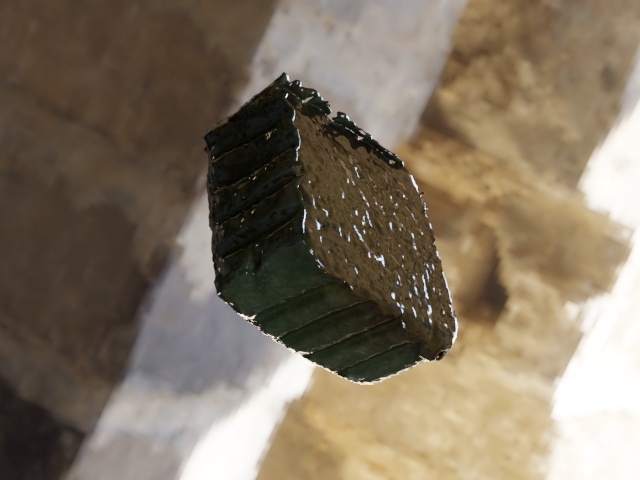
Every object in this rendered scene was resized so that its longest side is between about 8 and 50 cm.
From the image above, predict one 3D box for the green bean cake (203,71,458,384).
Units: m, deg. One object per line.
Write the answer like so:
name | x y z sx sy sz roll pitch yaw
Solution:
green bean cake | 0.000 0.000 1.352 0.173 0.094 0.181 34 34 -41
